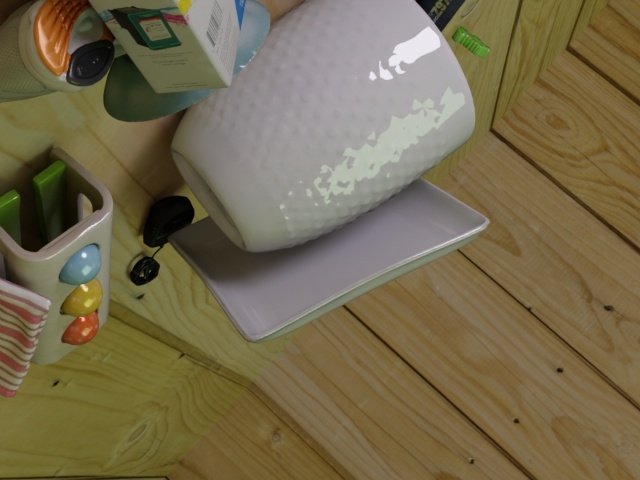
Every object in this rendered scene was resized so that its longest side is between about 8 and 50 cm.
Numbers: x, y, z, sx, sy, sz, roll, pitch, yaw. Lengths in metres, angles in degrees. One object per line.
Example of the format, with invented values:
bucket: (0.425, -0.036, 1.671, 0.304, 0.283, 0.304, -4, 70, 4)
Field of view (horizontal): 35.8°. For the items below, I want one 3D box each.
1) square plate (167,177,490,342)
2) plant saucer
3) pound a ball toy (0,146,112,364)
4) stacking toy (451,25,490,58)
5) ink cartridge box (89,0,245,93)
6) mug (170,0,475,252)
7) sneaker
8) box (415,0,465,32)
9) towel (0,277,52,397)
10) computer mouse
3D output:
square plate: (0.000, 0.000, 1.350, 0.347, 0.344, 0.049, -25, 120, -15)
plant saucer: (-0.145, -0.198, 0.999, 0.195, 0.195, 0.037, -44, 131, -16)
pound a ball toy: (-0.340, 0.070, 1.155, 0.208, 0.136, 0.319, -41, 165, -30)
stacking toy: (0.112, -0.274, 1.462, 0.167, 0.221, 0.052, -55, -174, 34)
ink cartridge box: (-0.138, -0.241, 0.820, 0.231, 0.078, 0.134, 59, 34, -59)
mug: (-0.029, -0.150, 1.325, 0.328, 0.276, 0.374, -37, -165, -12)
sneaker: (-0.226, -0.194, 0.896, 0.121, 0.099, 0.262, -14, -162, 23)
box: (0.207, -0.407, 1.524, 0.232, 0.059, 0.183, -60, -175, -39)
towel: (-0.382, 0.098, 1.080, 0.197, 0.144, 0.029, 124, -17, -44)
computer mouse: (-0.248, 0.000, 1.492, 0.071, 0.041, 0.242, -27, 164, -37)
